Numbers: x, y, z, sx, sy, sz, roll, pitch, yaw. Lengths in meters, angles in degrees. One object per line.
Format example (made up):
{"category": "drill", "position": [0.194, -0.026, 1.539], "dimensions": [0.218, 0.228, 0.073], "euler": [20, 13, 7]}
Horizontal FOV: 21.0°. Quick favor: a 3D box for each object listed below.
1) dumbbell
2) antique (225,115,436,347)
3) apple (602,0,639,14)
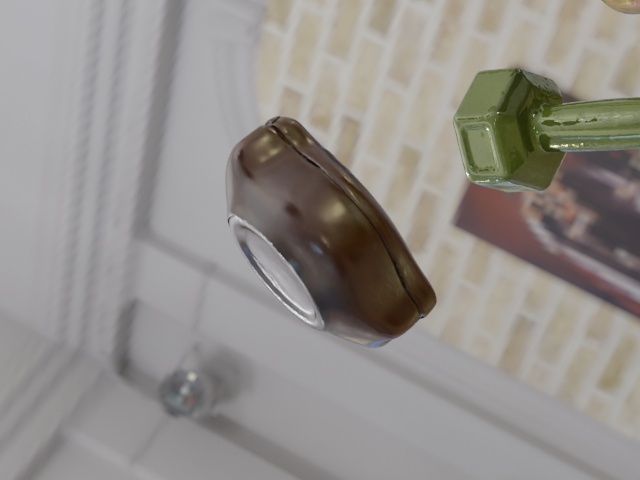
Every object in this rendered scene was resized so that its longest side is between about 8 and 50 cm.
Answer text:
{"category": "dumbbell", "position": [0.257, -0.101, 1.511], "dimensions": [0.108, 0.302, 0.121], "euler": [-30, -70, -44]}
{"category": "antique", "position": [0.000, 0.000, 1.881], "dimensions": [0.129, 0.278, 0.223], "euler": [-38, 2, -17]}
{"category": "apple", "position": [0.315, -0.278, 1.598], "dimensions": [0.146, 0.146, 0.146], "euler": [-59, -12, -21]}
